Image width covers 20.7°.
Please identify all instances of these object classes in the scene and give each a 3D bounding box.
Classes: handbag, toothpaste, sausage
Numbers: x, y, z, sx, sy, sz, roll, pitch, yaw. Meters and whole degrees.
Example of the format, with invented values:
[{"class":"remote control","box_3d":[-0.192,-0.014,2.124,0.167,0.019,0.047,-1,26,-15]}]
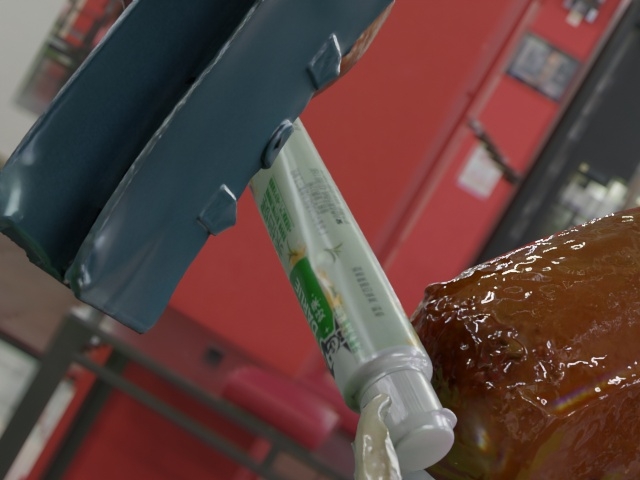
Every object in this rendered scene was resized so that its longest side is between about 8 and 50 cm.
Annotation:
[{"class":"handbag","box_3d":[-0.044,-0.066,0.765,0.057,0.221,0.144,33,-5,19]},{"class":"toothpaste","box_3d":[0.000,0.000,1.005,0.056,0.058,0.314,41,16,-48]},{"class":"sausage","box_3d":[0.166,0.069,1.063,0.268,0.153,0.141,-20,39,-31]}]

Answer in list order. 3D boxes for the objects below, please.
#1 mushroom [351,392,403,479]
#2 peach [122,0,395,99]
[{"class":"mushroom","box_3d":[-0.006,0.124,0.507,0.043,0.068,0.306,-11,12,23]},{"class":"peach","box_3d":[-0.039,-0.205,1.288,0.199,0.243,0.243,31,4,17]}]
